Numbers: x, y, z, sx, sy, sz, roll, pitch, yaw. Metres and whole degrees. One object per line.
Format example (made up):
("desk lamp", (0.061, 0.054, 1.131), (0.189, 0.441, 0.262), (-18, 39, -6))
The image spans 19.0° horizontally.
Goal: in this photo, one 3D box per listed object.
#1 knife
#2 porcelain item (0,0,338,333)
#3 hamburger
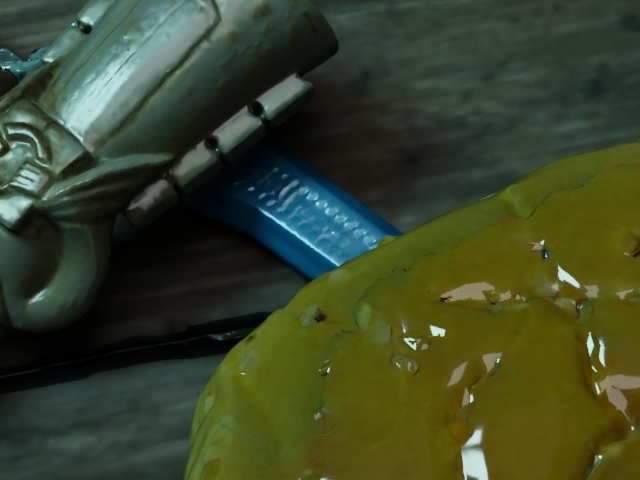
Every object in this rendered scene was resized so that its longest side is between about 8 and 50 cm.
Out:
("knife", (0.000, 0.001, 0.659), (0.296, 0.026, 0.044), (37, 69, 24))
("porcelain item", (-0.094, -0.018, 0.641), (0.213, 0.054, 0.084), (-45, 63, -10))
("hamburger", (0.073, 0.087, 0.497), (0.244, 0.163, 0.244), (-4, 62, 8))
